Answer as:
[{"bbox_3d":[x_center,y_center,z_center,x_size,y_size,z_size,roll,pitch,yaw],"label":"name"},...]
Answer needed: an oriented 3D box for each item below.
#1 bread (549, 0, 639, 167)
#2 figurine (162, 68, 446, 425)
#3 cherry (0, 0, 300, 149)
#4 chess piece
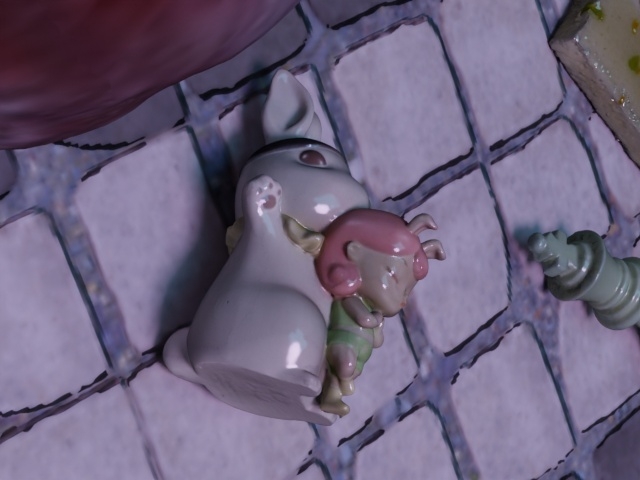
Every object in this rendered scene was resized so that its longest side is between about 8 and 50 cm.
[{"bbox_3d":[0.185,-0.080,0.968,0.153,0.028,0.068,49,58,-26],"label":"bread"},{"bbox_3d":[0.002,0.005,0.752,0.098,0.081,0.146,21,66,-1],"label":"figurine"},{"bbox_3d":[-0.092,-0.216,0.570,0.335,0.291,0.326,65,36,-41],"label":"cherry"},{"bbox_3d":[0.164,0.028,0.921,0.149,0.059,0.059,30,66,-32],"label":"chess piece"}]
